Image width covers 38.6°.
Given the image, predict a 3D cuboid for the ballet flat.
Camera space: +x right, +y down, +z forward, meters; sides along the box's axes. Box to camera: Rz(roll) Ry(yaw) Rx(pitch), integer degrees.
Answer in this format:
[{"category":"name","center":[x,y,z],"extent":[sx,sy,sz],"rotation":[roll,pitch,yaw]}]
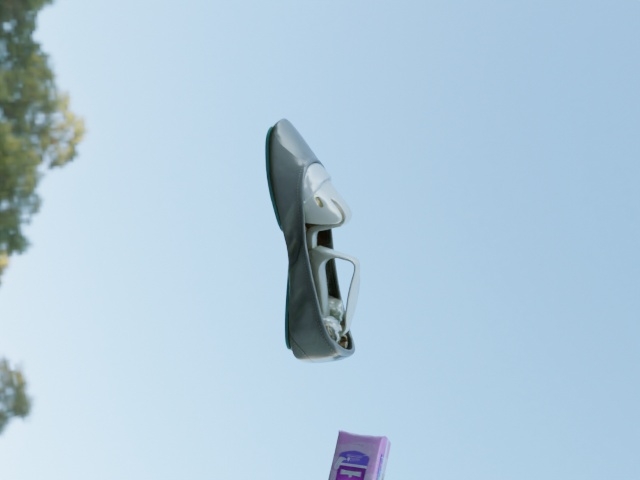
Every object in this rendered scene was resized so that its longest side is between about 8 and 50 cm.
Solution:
[{"category":"ballet flat","center":[0.000,0.000,0.783],"extent":[0.068,0.072,0.213],"rotation":[-2,-83,24]}]

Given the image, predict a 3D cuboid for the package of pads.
[{"category":"package of pads","center":[0.034,0.225,0.872],"extent":[0.050,0.032,0.083],"rotation":[1,-119,26]}]
